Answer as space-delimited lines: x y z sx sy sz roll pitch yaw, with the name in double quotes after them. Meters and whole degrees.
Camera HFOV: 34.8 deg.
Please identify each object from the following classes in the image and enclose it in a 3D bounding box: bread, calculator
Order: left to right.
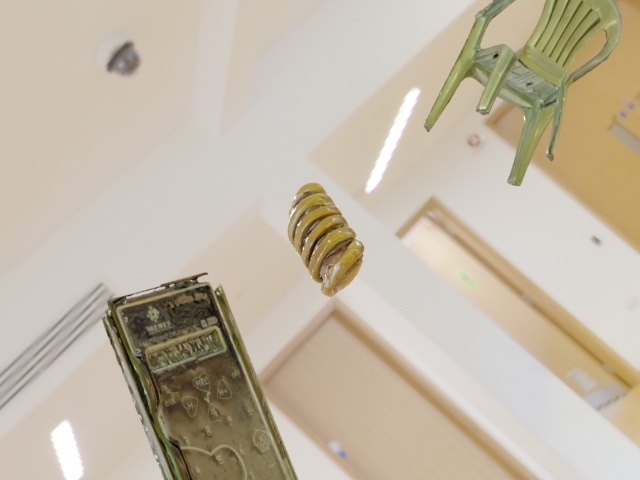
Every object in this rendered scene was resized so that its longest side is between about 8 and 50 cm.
-0.113 0.172 1.029 0.028 0.274 0.166 -27 -7 39 "calculator"
0.000 0.000 1.942 0.081 0.225 0.134 -2 -49 -33 "bread"

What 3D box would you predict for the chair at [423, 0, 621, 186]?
0.325 -0.259 1.580 0.274 0.203 0.190 -66 15 -17 "chair"
